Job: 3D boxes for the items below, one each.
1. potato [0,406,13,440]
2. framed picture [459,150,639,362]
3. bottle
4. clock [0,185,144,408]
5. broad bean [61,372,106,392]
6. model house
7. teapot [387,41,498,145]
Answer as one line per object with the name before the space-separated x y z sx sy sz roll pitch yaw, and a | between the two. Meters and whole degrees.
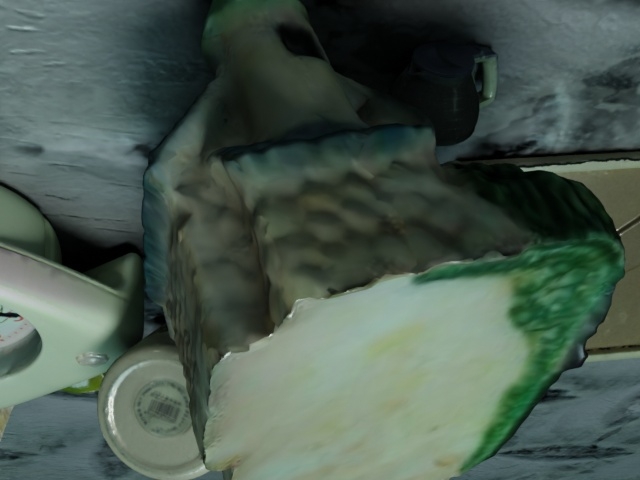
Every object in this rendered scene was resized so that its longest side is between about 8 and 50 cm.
potato | -0.420 0.190 1.044 0.086 0.061 0.122 -10 149 12
framed picture | 0.259 0.020 0.810 0.290 0.020 0.211 -4 120 -4
bottle | -0.100 0.116 0.831 0.121 0.120 0.253 -13 -174 12
clock | -0.329 0.039 0.754 0.265 0.108 0.324 -19 147 24
broad bean | -0.302 0.141 0.990 0.214 0.048 0.070 -1 153 -7
model house | -0.002 0.001 0.598 0.243 0.284 0.298 -15 146 -20
teapot | 0.089 -0.106 0.635 0.088 0.066 0.057 -17 138 -26
